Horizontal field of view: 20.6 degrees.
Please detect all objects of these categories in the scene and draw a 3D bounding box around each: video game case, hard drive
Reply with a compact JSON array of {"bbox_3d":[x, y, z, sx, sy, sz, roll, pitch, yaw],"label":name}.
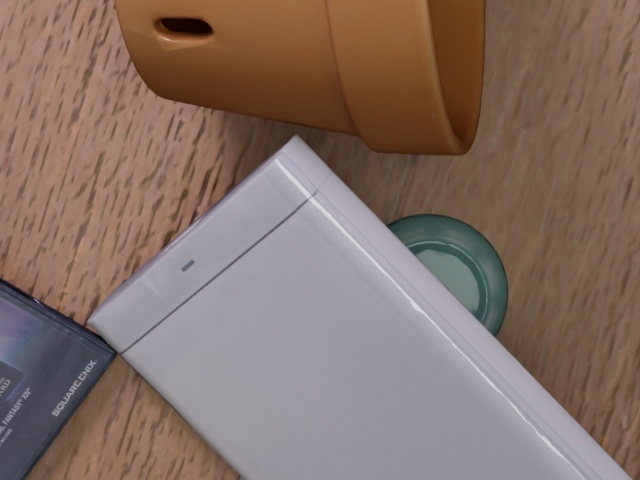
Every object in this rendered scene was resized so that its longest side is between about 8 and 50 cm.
[{"bbox_3d":[-0.295,0.091,1.183,0.274,0.026,0.196,35,93,-38],"label":"video game case"},{"bbox_3d":[0.031,0.120,1.202,0.353,0.047,0.233,45,130,-7],"label":"hard drive"}]

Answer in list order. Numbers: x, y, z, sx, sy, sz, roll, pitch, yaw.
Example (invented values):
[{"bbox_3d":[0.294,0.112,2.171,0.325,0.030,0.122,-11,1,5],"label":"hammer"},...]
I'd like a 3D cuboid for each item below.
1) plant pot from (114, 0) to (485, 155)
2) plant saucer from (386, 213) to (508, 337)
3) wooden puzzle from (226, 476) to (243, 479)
[{"bbox_3d":[-0.011,-0.196,1.132,0.203,0.291,0.291,-1,96,13],"label":"plant pot"},{"bbox_3d":[0.078,0.041,1.274,0.119,0.021,0.119,0,95,-4],"label":"plant saucer"},{"bbox_3d":[-0.046,0.210,1.288,0.049,0.006,0.083,-10,96,-3],"label":"wooden puzzle"}]
